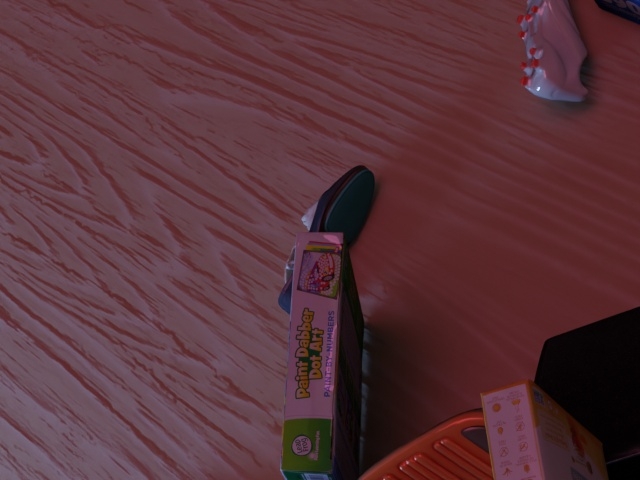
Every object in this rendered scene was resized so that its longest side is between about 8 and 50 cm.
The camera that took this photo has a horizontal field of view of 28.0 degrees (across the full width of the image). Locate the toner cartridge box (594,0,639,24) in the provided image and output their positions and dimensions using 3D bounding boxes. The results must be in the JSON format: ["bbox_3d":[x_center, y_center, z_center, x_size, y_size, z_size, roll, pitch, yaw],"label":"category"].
[{"bbox_3d":[0.464,-0.273,1.365,0.348,0.075,0.165,35,89,39],"label":"toner cartridge box"}]

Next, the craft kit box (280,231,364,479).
[{"bbox_3d":[0.007,0.152,1.334,0.061,0.250,0.246,3,65,8],"label":"craft kit box"}]

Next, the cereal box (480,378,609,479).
[{"bbox_3d":[0.189,0.245,0.973,0.047,0.173,0.240,-20,57,22],"label":"cereal box"}]

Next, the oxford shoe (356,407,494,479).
[{"bbox_3d":[0.083,0.253,1.229,0.363,0.130,0.132,-52,3,38],"label":"oxford shoe"}]

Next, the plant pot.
[{"bbox_3d":[0.297,0.168,1.192,0.187,0.188,0.167,-23,48,22],"label":"plant pot"}]

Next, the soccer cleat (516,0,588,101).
[{"bbox_3d":[0.271,-0.232,1.483,0.068,0.076,0.196,122,162,-49],"label":"soccer cleat"}]

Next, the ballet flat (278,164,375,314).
[{"bbox_3d":[0.000,0.000,1.531,0.074,0.074,0.203,11,76,36],"label":"ballet flat"}]
